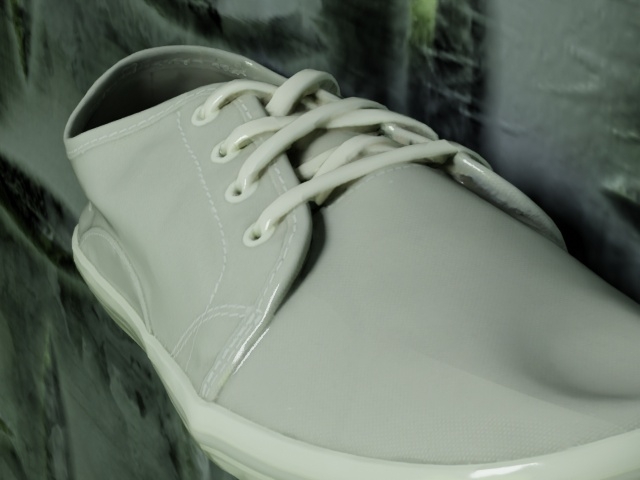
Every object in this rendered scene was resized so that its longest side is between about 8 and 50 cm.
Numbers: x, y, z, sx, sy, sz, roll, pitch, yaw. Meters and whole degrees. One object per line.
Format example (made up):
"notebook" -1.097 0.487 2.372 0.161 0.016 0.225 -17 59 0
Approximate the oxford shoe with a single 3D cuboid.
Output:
"oxford shoe" 0.000 0.000 0.658 0.449 0.169 0.130 29 126 59
